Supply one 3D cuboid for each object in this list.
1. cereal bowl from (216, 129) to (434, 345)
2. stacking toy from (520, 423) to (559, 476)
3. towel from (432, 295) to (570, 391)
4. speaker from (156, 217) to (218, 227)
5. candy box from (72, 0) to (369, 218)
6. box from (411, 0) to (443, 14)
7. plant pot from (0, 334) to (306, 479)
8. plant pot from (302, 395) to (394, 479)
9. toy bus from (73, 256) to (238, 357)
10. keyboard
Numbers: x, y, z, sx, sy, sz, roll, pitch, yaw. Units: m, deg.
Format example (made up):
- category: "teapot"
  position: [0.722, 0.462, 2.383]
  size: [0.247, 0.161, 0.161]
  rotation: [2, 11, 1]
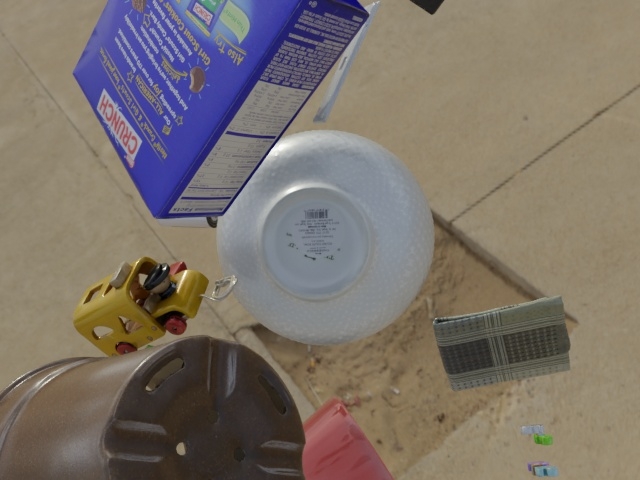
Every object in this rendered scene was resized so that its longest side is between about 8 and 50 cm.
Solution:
- category: "cereal bowl"
  position: [0.000, 0.000, 1.061]
  size: [0.338, 0.339, 0.141]
  rotation: [-18, 3, 10]
- category: "stacking toy"
  position: [0.474, 0.485, 1.504]
  size: [0.052, 0.221, 0.167]
  rotation: [-7, 80, 5]
- category: "towel"
  position: [0.461, 0.258, 1.789]
  size: [0.324, 0.312, 0.056]
  rotation: [-12, 44, 12]
- category: "speaker"
  position: [-0.272, -0.054, 1.466]
  size: [0.136, 0.055, 0.055]
  rotation: [2, 52, 29]
- category: "candy box"
  position: [-0.135, -0.225, 0.830]
  size: [0.317, 0.122, 0.268]
  rotation: [-49, 62, 28]
- category: "box"
  position: [0.084, -0.446, 0.902]
  size: [0.165, 0.270, 0.143]
  rotation: [-50, 16, 34]
- category: "plant pot"
  position: [-0.107, 0.136, 0.427]
  size: [0.165, 0.167, 0.167]
  rotation: [-26, 36, 44]
- category: "plant pot"
  position: [0.002, 0.467, 1.311]
  size: [0.243, 0.275, 0.275]
  rotation: [-32, 45, -8]
- category: "toy bus"
  position: [-0.240, 0.076, 0.960]
  size: [0.202, 0.104, 0.191]
  rotation: [-49, 28, -11]
- category: "keyboard"
  position: [0.049, -0.346, 1.388]
  size: [0.256, 0.014, 0.072]
  rotation: [-65, 15, 0]
